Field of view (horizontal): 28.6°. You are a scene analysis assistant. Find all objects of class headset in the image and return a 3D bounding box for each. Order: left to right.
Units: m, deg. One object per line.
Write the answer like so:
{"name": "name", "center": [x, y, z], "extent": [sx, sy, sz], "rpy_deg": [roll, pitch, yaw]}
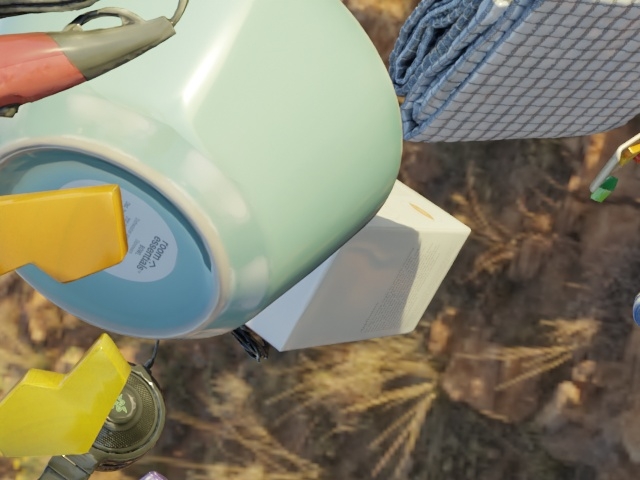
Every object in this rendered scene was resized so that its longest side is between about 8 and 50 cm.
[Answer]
{"name": "headset", "center": [-0.242, 0.235, 1.598], "extent": [0.394, 0.185, 0.243], "rpy_deg": [-54, 3, -8]}

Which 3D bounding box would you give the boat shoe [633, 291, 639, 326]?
{"name": "boat shoe", "center": [0.492, 0.089, 1.592], "extent": [0.066, 0.183, 0.066], "rpy_deg": [-63, -15, -58]}

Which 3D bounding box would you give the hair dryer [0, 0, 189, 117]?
{"name": "hair dryer", "center": [-0.199, -0.062, 0.564], "extent": [0.080, 0.223, 0.294], "rpy_deg": [-9, -62, -87]}

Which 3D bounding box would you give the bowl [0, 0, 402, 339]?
{"name": "bowl", "center": [-0.116, -0.050, 0.856], "extent": [0.311, 0.311, 0.163], "rpy_deg": [-41, 16, 47]}

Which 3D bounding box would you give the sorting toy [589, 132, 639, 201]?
{"name": "sorting toy", "center": [0.203, -0.053, 0.823], "extent": [0.012, 0.062, 0.083], "rpy_deg": [49, 161, 13]}

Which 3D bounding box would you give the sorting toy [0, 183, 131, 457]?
{"name": "sorting toy", "center": [-0.226, 0.065, 0.520], "extent": [0.041, 0.307, 0.229], "rpy_deg": [-98, 3, -77]}

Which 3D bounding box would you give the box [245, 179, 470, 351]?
{"name": "box", "center": [0.000, 0.000, 1.544], "extent": [0.215, 0.345, 0.168], "rpy_deg": [35, 106, 25]}

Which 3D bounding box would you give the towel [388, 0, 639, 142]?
{"name": "towel", "center": [0.214, -0.195, 1.139], "extent": [0.284, 0.235, 0.121], "rpy_deg": [130, 134, -60]}

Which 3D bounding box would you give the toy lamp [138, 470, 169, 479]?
{"name": "toy lamp", "center": [-0.238, 0.354, 1.260], "extent": [0.275, 0.080, 0.080], "rpy_deg": [-51, 29, -9]}
